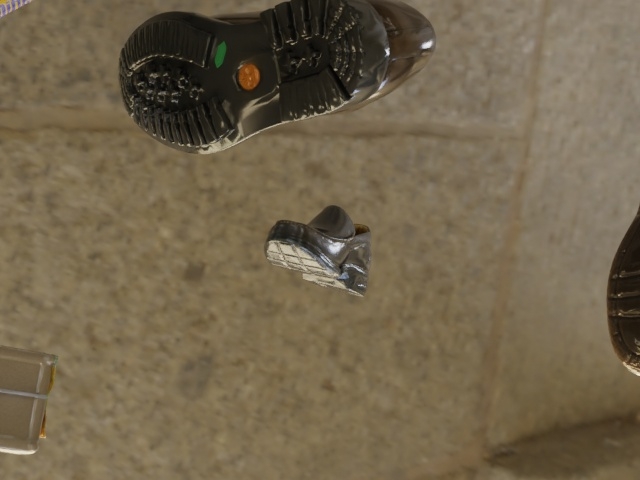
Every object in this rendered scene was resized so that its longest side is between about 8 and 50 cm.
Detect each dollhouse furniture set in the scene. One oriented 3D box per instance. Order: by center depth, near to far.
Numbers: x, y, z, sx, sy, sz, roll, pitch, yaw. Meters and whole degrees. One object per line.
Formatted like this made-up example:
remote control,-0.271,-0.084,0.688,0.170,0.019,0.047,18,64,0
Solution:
dollhouse furniture set,-0.271,0.107,1.070,0.152,0.058,0.076,13,81,-29

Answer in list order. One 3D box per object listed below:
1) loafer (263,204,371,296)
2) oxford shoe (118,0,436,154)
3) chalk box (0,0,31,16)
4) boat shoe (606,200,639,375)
loafer,0.000,0.000,1.203,0.170,0.062,0.061,35,69,-72
oxford shoe,-0.028,-0.095,0.856,0.096,0.227,0.082,-14,101,-45
chalk box,-0.137,-0.186,0.453,0.132,0.132,0.213,-36,142,-34
boat shoe,0.231,0.005,0.948,0.072,0.068,0.190,47,56,-54
